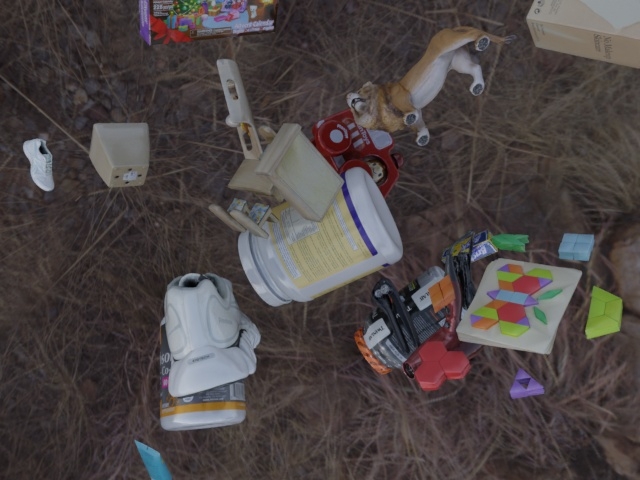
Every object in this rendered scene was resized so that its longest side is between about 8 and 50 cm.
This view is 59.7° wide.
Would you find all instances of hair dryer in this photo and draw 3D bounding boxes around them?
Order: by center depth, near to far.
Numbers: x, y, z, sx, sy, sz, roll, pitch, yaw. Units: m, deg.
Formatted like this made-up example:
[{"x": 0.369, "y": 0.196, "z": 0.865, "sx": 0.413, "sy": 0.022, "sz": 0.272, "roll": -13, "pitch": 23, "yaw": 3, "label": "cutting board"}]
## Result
[{"x": 0.250, "y": 0.140, "z": 1.072, "sx": 0.223, "sy": 0.080, "sz": 0.294, "roll": 35, "pitch": 83, "yaw": -30, "label": "hair dryer"}]

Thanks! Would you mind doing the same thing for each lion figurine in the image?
[{"x": 0.249, "y": -0.386, "z": 1.329, "sx": 0.392, "sy": 0.240, "sz": 0.142, "roll": -38, "pitch": 131, "yaw": 16, "label": "lion figurine"}]

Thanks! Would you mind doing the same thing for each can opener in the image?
[{"x": 0.161, "y": 0.154, "z": 1.160, "sx": 0.059, "sy": 0.186, "sz": 0.073, "roll": -39, "pitch": 136, "yaw": 12, "label": "can opener"}]

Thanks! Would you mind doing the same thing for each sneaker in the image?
[{"x": -0.134, "y": 0.093, "z": 0.675, "sx": 0.110, "sy": 0.292, "sz": 0.118, "roll": -16, "pitch": 92, "yaw": -11, "label": "sneaker"}, {"x": -0.787, "y": -0.214, "z": 1.579, "sx": 0.061, "sy": 0.053, "sz": 0.152, "roll": -12, "pitch": 101, "yaw": 22, "label": "sneaker"}]

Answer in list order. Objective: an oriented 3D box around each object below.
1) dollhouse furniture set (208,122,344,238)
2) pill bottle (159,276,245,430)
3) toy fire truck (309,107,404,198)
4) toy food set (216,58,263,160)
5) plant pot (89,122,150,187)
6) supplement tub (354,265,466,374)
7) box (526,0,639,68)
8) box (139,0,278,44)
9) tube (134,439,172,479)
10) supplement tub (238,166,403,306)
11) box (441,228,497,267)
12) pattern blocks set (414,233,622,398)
[{"x": -0.103, "y": -0.134, "z": 1.082, "sx": 0.161, "sy": 0.242, "sz": 0.212, "roll": 44, "pitch": 68, "yaw": -41, "label": "dollhouse furniture set"}, {"x": -0.233, "y": 0.221, "z": 1.097, "sx": 0.162, "sy": 0.162, "sz": 0.279, "roll": 1, "pitch": 68, "yaw": -20, "label": "pill bottle"}, {"x": 0.114, "y": -0.246, "z": 1.620, "sx": 0.254, "sy": 0.169, "sz": 0.302, "roll": -28, "pitch": 88, "yaw": -19, "label": "toy fire truck"}, {"x": -0.255, "y": -0.377, "z": 1.724, "sx": 0.092, "sy": 0.306, "sz": 0.220, "roll": -16, "pitch": 70, "yaw": -2, "label": "toy food set"}, {"x": -0.409, "y": -0.171, "z": 1.157, "sx": 0.109, "sy": 0.109, "sz": 0.096, "roll": -7, "pitch": 63, "yaw": -32, "label": "plant pot"}, {"x": 0.284, "y": 0.252, "z": 1.721, "sx": 0.338, "sy": 0.207, "sz": 0.207, "roll": -39, "pitch": 110, "yaw": 13, "label": "supplement tub"}, {"x": 0.626, "y": -0.471, "z": 1.201, "sx": 0.148, "sy": 0.311, "sz": 0.121, "roll": 20, "pitch": 96, "yaw": -57, "label": "box"}, {"x": -0.216, "y": -0.511, "z": 1.119, "sx": 0.293, "sy": 0.057, "sz": 0.201, "roll": -19, "pitch": 140, "yaw": -30, "label": "box"}, {"x": -0.440, "y": 0.594, "z": 1.481, "sx": 0.207, "sy": 0.080, "sz": 0.052, "roll": 91, "pitch": 21, "yaw": -46, "label": "tube"}, {"x": 0.000, "y": 0.000, "z": 1.315, "sx": 0.331, "sy": 0.241, "sz": 0.241, "roll": -25, "pitch": 108, "yaw": 15, "label": "supplement tub"}, {"x": 0.466, "y": 0.031, "z": 1.748, "sx": 0.059, "sy": 0.169, "sz": 0.054, "roll": 44, "pitch": 38, "yaw": -23, "label": "box"}, {"x": 0.296, "y": 0.096, "z": 0.846, "sx": 0.026, "sy": 0.285, "sz": 0.325, "roll": 65, "pitch": 35, "yaw": -34, "label": "pattern blocks set"}]
